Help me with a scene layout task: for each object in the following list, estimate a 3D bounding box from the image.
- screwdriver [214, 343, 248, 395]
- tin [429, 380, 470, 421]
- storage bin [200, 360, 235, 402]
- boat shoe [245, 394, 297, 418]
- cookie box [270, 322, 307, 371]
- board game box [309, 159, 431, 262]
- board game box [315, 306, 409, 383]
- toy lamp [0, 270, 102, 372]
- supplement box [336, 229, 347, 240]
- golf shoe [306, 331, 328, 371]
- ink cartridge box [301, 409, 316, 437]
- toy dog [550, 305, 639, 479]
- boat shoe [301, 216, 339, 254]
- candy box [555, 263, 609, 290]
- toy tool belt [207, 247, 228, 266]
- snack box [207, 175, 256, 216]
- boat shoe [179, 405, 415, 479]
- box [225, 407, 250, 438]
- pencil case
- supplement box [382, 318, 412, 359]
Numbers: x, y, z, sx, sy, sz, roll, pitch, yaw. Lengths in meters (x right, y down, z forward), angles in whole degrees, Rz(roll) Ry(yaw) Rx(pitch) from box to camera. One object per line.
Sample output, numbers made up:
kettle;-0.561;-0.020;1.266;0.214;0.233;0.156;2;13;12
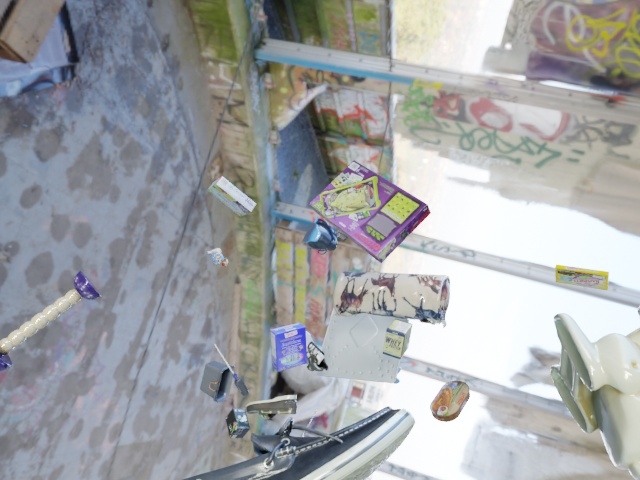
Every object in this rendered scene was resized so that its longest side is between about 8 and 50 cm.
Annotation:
screwdriver;-0.249;0.359;1.417;0.024;0.170;0.025;-32;-171;-18
tin;0.468;0.577;1.834;0.189;0.106;0.040;-37;113;-41
storage bin;-0.388;0.514;1.878;0.098;0.091;0.135;-4;109;-65
boat shoe;-0.184;0.616;1.868;0.081;0.227;0.069;22;54;-53
cookie box;-0.084;0.282;1.360;0.092;0.040;0.107;-9;105;-29
board game box;0.138;-0.097;1.528;0.208;0.347;0.056;-41;135;-8
board game box;0.186;0.373;2.051;0.050;0.390;0.390;39;57;-38
toy lamp;-0.576;0.174;1.022;0.274;0.080;0.080;-38;154;-18
supplement box;0.108;-0.050;2.263;0.043;0.055;0.083;-41;-162;55
golf shoe;-0.027;0.410;1.909;0.077;0.094;0.198;-47;124;-34
ink cartridge box;-0.055;0.812;2.084;0.235;0.056;0.171;-55;168;-20
toy dog;0.715;0.256;0.982;0.395;0.408;0.284;-102;172;-57
boat shoe;0.000;0.000;1.478;0.109;0.089;0.258;-58;-174;11
candy box;1.127;0.159;2.205;0.027;0.206;0.105;-59;141;-30
toy tool belt;-0.404;0.071;1.991;0.052;0.083;0.051;-38;174;32
snack box;-0.284;-0.139;1.632;0.037;0.141;0.100;-57;-161;-21
boat shoe;-0.062;0.395;0.881;0.500;0.156;0.187;-22;146;-16
box;-0.294;0.647;1.808;0.062;0.052;0.083;-52;-139;24
pencil case;0.247;0.204;1.803;0.160;0.410;0.183;6;85;-69
supplement box;0.227;0.288;1.498;0.083;0.056;0.083;-27;126;-60
